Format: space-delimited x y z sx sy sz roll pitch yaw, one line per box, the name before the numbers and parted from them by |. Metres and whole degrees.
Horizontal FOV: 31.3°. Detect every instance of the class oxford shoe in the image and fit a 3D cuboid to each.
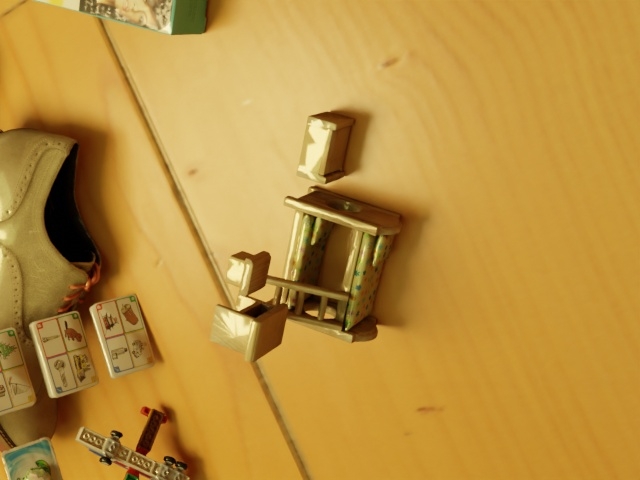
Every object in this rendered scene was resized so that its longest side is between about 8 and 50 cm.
oxford shoe | -0.285 0.059 1.140 0.130 0.123 0.348 1 109 9

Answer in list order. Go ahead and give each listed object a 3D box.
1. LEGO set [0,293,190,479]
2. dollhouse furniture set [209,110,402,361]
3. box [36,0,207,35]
LEGO set | -0.231 0.192 1.113 0.060 0.182 0.244 -23 84 54
dollhouse furniture set | 0.000 0.000 0.965 0.101 0.161 0.182 19 110 20
box | -0.219 -0.265 1.064 0.244 0.060 0.100 17 109 21
